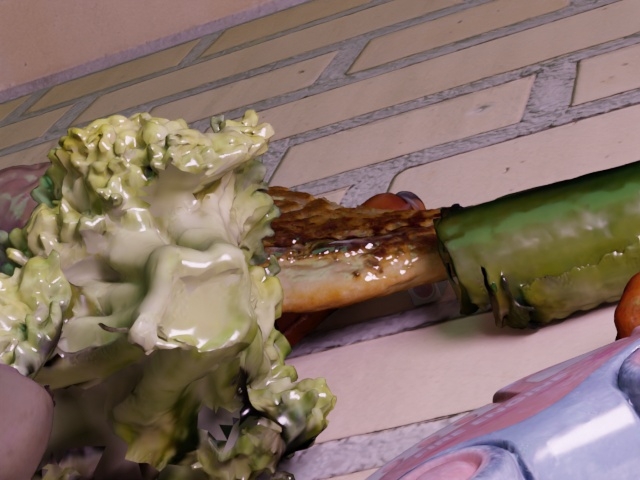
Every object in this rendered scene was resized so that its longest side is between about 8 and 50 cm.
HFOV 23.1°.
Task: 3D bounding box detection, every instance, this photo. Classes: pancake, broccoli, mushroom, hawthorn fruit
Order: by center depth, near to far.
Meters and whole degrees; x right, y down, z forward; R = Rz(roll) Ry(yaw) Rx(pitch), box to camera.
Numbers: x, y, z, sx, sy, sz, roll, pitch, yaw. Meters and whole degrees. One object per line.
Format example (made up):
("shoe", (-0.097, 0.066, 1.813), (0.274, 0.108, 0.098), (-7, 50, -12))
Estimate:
("mushroom", (-0.271, 0.132, 0.991), (0.188, 0.141, 0.117), (2, 45, 11))
("hawthorn fruit", (0.259, 0.061, 1.118), (0.093, 0.081, 0.081), (7, 31, 30))
("broccoli", (-0.110, 0.063, 1.163), (0.348, 0.293, 0.281), (-58, 10, -11))
("pancake", (0.000, 0.000, 1.443), (0.266, 0.057, 0.244), (-12, 23, -20))

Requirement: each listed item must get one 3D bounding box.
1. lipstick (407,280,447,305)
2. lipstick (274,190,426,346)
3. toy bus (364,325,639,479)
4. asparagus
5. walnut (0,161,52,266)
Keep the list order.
("lipstick", (0.107, 0.018, 1.481), (0.030, 0.030, 0.129), (-16, 20, 20))
("lipstick", (-0.033, 0.063, 1.446), (0.077, 0.077, 0.418), (-4, 25, 44))
("toy bus", (0.136, 0.160, 0.829), (0.294, 0.197, 0.232), (-28, 9, -11))
("asparagus", (0.283, -0.019, 1.271), (0.381, 0.108, 0.128), (-16, 20, 13))
("walnut", (-0.261, 0.044, 1.521), (0.248, 0.248, 0.248), (-20, 19, 7))
